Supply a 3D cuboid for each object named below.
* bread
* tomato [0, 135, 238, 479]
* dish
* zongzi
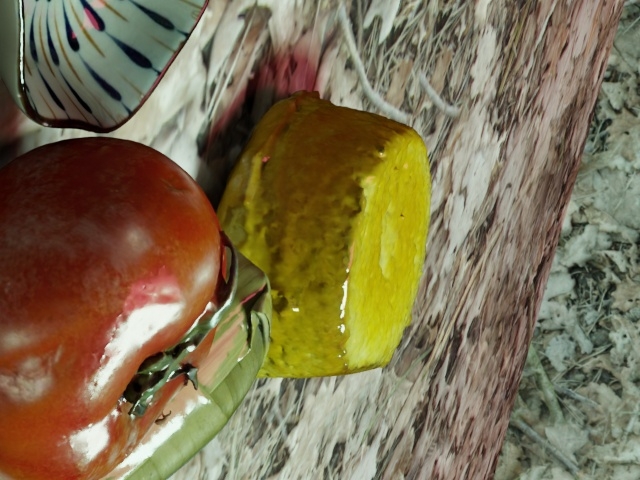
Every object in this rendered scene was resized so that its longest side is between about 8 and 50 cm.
[{"bbox_3d":[0.000,0.000,1.044,0.268,0.146,0.268,11,90,-72],"label":"bread"},{"bbox_3d":[-0.134,0.033,0.674,0.187,0.151,0.187,-49,170,-11],"label":"tomato"},{"bbox_3d":[-0.124,-0.149,0.662,0.190,0.066,0.190,-54,158,-33],"label":"dish"},{"bbox_3d":[-0.143,0.128,0.876,0.228,0.115,0.256,-45,175,-29],"label":"zongzi"}]
